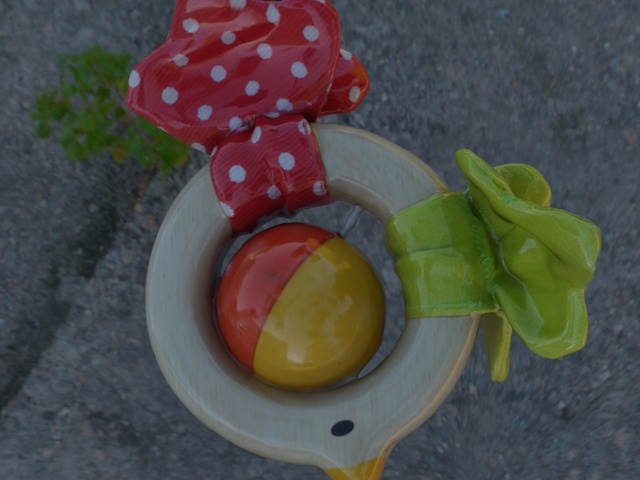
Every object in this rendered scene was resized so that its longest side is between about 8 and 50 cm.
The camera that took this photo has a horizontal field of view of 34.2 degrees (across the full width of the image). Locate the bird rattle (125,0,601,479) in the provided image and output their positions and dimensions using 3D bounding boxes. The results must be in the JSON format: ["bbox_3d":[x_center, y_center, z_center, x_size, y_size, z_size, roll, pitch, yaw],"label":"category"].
[{"bbox_3d":[0.000,0.000,0.499,0.253,0.143,0.207,31,83,4],"label":"bird rattle"}]
